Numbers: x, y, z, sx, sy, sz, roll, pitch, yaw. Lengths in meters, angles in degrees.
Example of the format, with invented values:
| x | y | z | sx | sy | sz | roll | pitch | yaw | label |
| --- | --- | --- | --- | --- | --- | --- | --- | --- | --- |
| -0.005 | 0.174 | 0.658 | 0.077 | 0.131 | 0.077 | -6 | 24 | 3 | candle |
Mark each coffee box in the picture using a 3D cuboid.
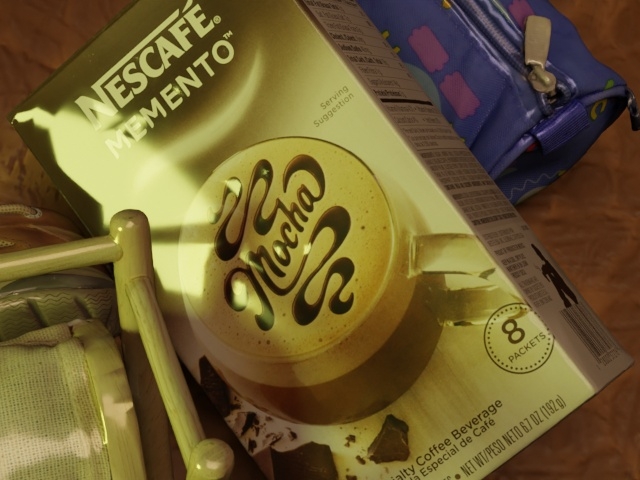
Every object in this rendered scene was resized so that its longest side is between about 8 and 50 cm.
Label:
| x | y | z | sx | sy | sz | roll | pitch | yaw | label |
| --- | --- | --- | --- | --- | --- | --- | --- | --- | --- |
| 0.000 | 0.000 | 0.884 | 0.168 | 0.119 | 0.297 | -40 | 81 | 17 | coffee box |

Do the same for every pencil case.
| x | y | z | sx | sy | sz | roll | pitch | yaw | label |
| --- | --- | --- | --- | --- | --- | --- | --- | --- | --- |
| 0.048 | -0.153 | 0.976 | 0.119 | 0.133 | 0.306 | -33 | 80 | -18 | pencil case |

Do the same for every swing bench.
| x | y | z | sx | sy | sz | roll | pitch | yaw | label |
| --- | --- | --- | --- | --- | --- | --- | --- | --- | --- |
| -0.182 | 0.148 | 0.787 | 0.253 | 0.254 | 0.165 | -10 | 44 | -15 | swing bench |

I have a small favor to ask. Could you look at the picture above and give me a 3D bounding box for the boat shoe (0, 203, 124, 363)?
| x | y | z | sx | sy | sz | roll | pitch | yaw | label |
| --- | --- | --- | --- | --- | --- | --- | --- | --- | --- |
| -0.259 | 0.052 | 0.865 | 0.324 | 0.123 | 0.116 | -7 | 41 | -16 | boat shoe |
